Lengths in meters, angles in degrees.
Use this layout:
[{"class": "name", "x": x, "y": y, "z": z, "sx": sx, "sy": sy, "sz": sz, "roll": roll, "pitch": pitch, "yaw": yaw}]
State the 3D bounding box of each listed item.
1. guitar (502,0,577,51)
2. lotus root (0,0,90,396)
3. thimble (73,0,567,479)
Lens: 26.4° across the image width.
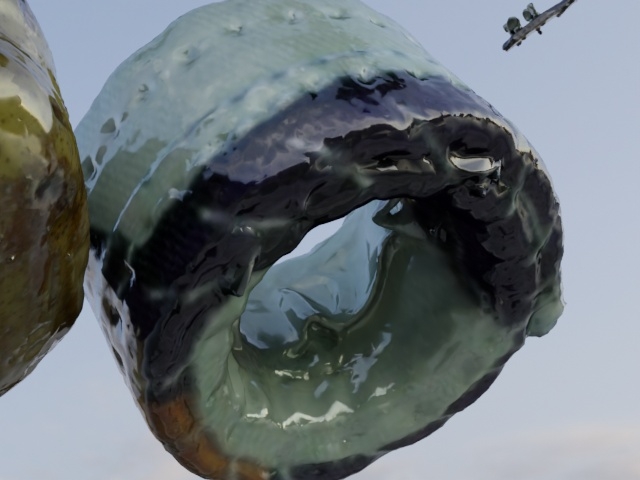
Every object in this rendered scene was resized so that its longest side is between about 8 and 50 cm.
[{"class": "guitar", "x": 0.267, "y": -0.247, "z": 1.214, "sx": 0.271, "sy": 0.038, "sz": 0.084, "roll": -31, "pitch": -11, "yaw": -7}, {"class": "lotus root", "x": -0.163, "y": -0.038, "z": 0.529, "sx": 0.154, "sy": 0.154, "sz": 0.278, "roll": -2, "pitch": -39, "yaw": -14}, {"class": "thimble", "x": 0.000, "y": 0.000, "z": 0.667, "sx": 0.237, "sy": 0.150, "sz": 0.237, "roll": -18, "pitch": -44, "yaw": -18}]
